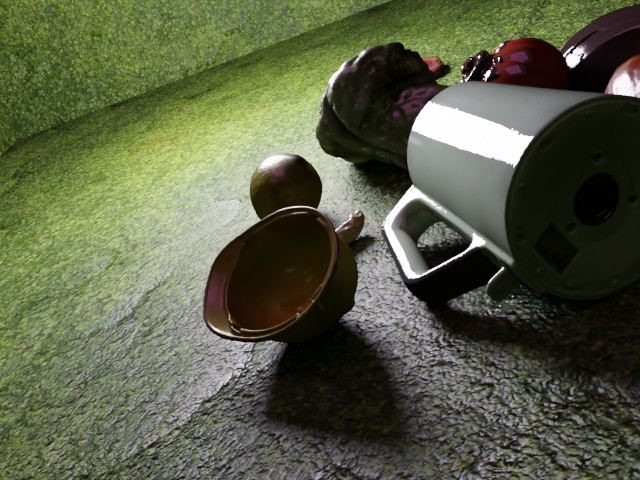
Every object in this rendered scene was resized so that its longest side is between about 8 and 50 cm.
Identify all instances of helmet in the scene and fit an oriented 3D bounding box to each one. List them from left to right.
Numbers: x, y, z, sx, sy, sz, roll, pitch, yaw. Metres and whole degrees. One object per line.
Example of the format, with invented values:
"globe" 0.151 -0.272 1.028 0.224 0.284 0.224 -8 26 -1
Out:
"helmet" -0.035 0.072 1.113 0.257 0.140 0.205 -19 54 38
"helmet" 0.554 -0.335 1.408 0.306 0.177 0.225 -7 30 28

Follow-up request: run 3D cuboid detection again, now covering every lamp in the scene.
"lamp" 0.346 -0.262 1.382 0.227 0.226 0.227 -19 24 9

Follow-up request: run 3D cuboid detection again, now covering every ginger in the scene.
"ginger" 0.002 0.001 1.341 0.174 0.051 0.069 -17 30 0

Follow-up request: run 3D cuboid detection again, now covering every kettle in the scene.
"kettle" 0.253 -0.057 1.072 0.361 0.250 0.376 -52 23 4

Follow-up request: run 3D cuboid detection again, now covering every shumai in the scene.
"shumai" 0.170 -0.232 1.568 0.309 0.304 0.263 -34 61 -28

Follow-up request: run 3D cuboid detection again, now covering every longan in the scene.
"longan" -0.074 -0.088 1.487 0.155 0.145 0.176 -19 -31 -57

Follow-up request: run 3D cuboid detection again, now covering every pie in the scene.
"pie" 0.269 -0.461 2.076 0.154 0.038 0.153 -18 27 10

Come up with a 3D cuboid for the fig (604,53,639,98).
"fig" 0.515 -0.165 1.047 0.224 0.223 0.263 -19 29 7
